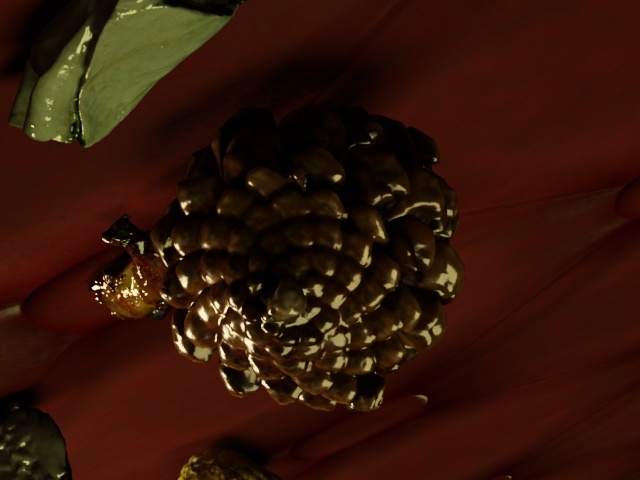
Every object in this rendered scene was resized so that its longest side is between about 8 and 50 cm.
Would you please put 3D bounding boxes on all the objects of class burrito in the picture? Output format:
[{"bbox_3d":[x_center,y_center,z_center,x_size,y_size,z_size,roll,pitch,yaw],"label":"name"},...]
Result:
[{"bbox_3d":[-0.088,-0.077,0.813,0.118,0.044,0.074,-38,162,32],"label":"burrito"}]

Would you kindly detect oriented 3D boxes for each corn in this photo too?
[{"bbox_3d":[-0.071,0.225,1.716,0.080,0.080,0.231,-24,163,1],"label":"corn"}]

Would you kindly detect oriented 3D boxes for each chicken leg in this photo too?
[{"bbox_3d":[-0.098,0.015,1.115,0.062,0.037,0.145,-5,161,-13],"label":"chicken leg"}]

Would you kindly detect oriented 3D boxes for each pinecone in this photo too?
[{"bbox_3d":[0.000,0.000,1.005,0.174,0.173,0.173,-22,163,-7],"label":"pinecone"}]

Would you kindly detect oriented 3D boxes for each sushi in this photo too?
[{"bbox_3d":[-0.235,0.167,1.295,0.150,0.090,0.078,-22,168,-13],"label":"sushi"}]
